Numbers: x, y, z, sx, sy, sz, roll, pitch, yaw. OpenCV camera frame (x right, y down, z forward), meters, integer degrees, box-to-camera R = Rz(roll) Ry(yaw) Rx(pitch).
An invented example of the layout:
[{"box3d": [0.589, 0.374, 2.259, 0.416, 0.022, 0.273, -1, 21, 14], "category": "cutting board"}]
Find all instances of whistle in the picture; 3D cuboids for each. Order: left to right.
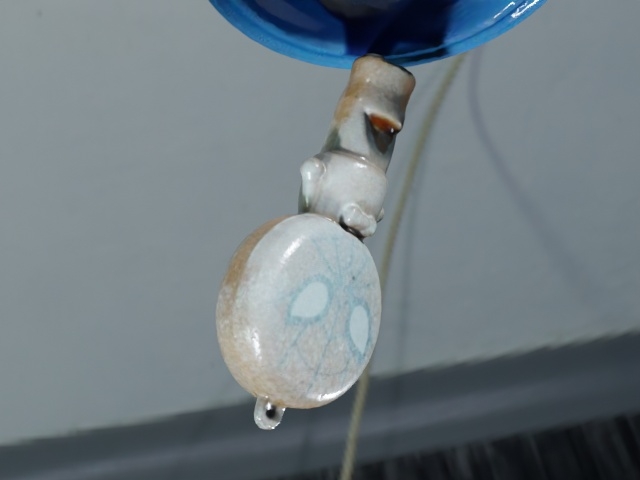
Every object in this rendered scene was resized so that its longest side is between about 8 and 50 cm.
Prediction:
[{"box3d": [0.000, 0.000, 1.011, 0.107, 0.057, 0.220, 32, 72, -46], "category": "whistle"}]

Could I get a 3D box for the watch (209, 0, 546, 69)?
[{"box3d": [0.014, -0.238, 0.988, 0.305, 0.241, 0.274, 19, 132, -25], "category": "watch"}]
